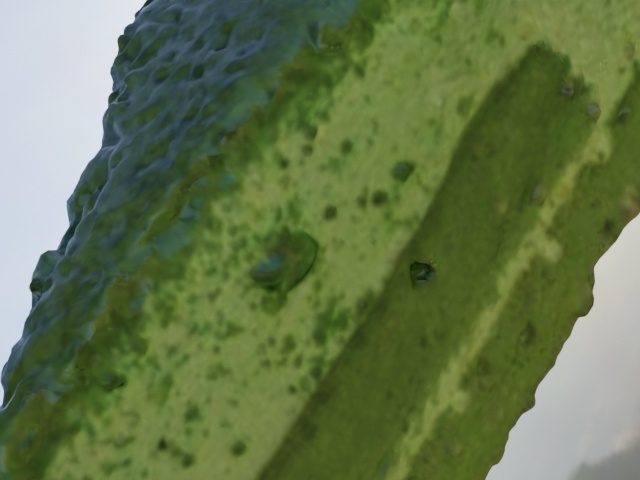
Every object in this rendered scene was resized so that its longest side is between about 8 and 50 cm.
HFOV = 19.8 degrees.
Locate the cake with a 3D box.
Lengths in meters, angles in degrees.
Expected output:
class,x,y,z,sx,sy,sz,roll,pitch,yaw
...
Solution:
class,x,y,z,sx,sy,sz,roll,pitch,yaw
cake,0.004,0.011,0.365,0.099,0.100,0.235,-16,42,39
